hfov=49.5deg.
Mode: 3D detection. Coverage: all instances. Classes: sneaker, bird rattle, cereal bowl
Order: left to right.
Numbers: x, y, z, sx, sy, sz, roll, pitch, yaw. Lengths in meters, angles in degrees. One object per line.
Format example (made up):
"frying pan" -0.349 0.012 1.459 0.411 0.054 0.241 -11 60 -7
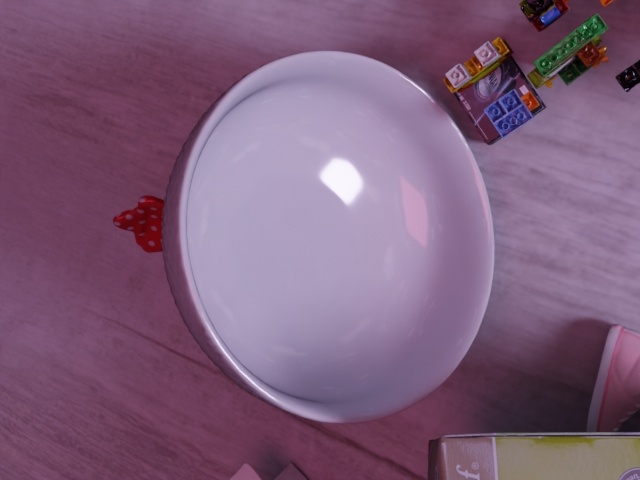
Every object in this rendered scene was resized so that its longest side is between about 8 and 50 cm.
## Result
"bird rattle" -0.127 0.029 0.843 0.254 0.143 0.207 -1 116 30
"cereal bowl" 0.000 0.000 0.682 0.141 0.339 0.339 -12 95 59
"sneaker" 0.308 0.155 0.684 0.070 0.051 0.134 15 103 29

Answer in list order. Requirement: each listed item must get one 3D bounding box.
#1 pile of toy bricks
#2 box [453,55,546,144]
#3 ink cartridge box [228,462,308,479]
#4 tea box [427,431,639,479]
"pile of toy bricks" 0.229 -0.173 0.625 0.212 0.105 0.118 -35 87 26
"box" 0.177 -0.149 0.706 0.067 0.018 0.083 -34 84 29
"ink cartridge box" -0.041 0.375 0.898 0.198 0.067 0.115 44 116 11
"tea box" 0.252 0.319 0.540 0.324 0.220 0.329 -1 73 6
